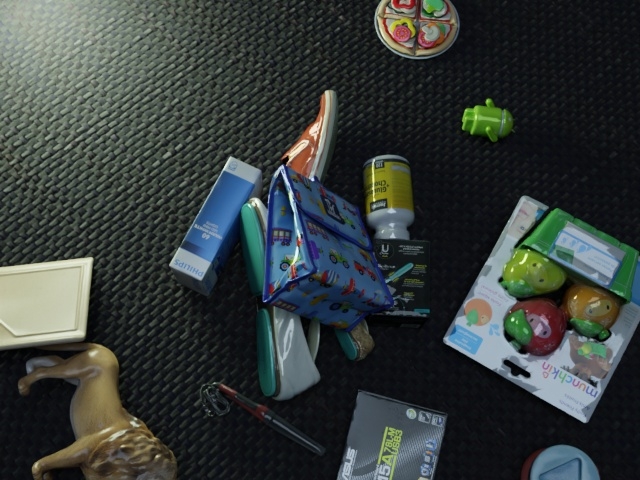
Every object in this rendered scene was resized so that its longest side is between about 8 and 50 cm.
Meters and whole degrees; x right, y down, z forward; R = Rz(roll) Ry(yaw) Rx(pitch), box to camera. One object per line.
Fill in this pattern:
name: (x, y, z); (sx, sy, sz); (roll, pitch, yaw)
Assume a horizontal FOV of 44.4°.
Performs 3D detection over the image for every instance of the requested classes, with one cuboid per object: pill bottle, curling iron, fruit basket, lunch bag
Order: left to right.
curling iron: (-0.115, 0.356, 1.540); (0.274, 0.035, 0.068); (24, 77, 7)
lunch bag: (0.000, 0.000, 1.522); (0.138, 0.221, 0.293); (-34, 48, 32)
pill bottle: (0.145, -0.080, 1.657); (0.103, 0.103, 0.184); (-2, 71, -3)
fruit basket: (0.470, 0.129, 1.569); (0.327, 0.165, 0.353); (30, 77, 8)

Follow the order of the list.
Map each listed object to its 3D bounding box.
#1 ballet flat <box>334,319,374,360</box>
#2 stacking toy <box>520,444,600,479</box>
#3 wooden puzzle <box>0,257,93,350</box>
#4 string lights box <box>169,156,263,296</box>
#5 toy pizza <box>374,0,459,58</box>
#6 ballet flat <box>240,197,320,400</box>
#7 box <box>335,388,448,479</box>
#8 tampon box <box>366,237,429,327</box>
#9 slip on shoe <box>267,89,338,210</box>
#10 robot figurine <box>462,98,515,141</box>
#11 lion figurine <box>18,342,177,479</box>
ballet flat: (0.047, 0.148, 1.608); (0.067, 0.073, 0.206); (-16, 74, -36)
stacking toy: (0.474, 0.550, 1.445); (0.279, 0.130, 0.309); (26, 73, 7)
wooden puzzle: (-0.567, 0.130, 1.553); (0.220, 0.044, 0.239); (-6, 42, -4)
string lights box: (-0.208, -0.026, 1.612); (0.076, 0.133, 0.260); (25, 72, 6)
toy pizza: (0.228, -0.519, 1.843); (0.201, 0.032, 0.201); (1, 71, -2)
ballet flat: (-0.074, 0.112, 1.563); (0.139, 0.139, 0.401); (-7, 86, -4)
box: (0.138, 0.406, 1.527); (0.184, 0.045, 0.191); (16, 71, 1)
tampon box: (0.158, 0.088, 1.602); (0.120, 0.101, 0.161); (3, 71, -2)
slip on shoe: (-0.031, -0.178, 1.682); (0.101, 0.123, 0.331); (16, 77, 8)
robot figurine: (0.375, -0.263, 1.744); (0.115, 0.067, 0.101); (8, 52, 1)
lion figurine: (-0.428, 0.321, 1.489); (0.240, 0.142, 0.392); (-16, 70, -11)
